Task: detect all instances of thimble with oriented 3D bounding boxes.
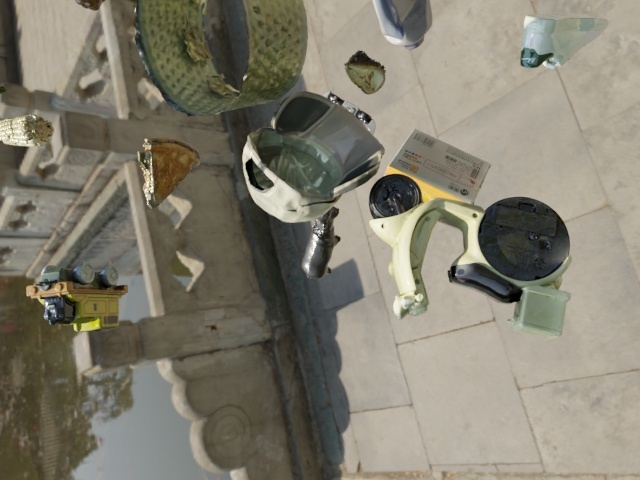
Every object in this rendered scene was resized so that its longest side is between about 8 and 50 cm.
[{"bbox_3d":[-0.165,-0.345,0.824,0.270,0.150,0.271,17,119,34],"label":"thimble"}]

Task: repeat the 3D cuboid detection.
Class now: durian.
[{"bbox_3d":[0.088,-0.342,1.014,0.066,0.130,0.052,-49,57,17],"label":"durian"}]

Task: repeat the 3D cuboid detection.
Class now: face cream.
[{"bbox_3d":[0.218,-0.737,1.428,0.137,0.420,0.235,30,72,39],"label":"face cream"}]

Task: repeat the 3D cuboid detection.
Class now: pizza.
[{"bbox_3d":[-0.406,-0.174,1.295,0.052,0.185,0.195,34,104,32],"label":"pizza"}]

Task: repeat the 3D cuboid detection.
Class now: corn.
[{"bbox_3d":[-0.808,-0.291,1.356,0.210,0.087,0.087,3,92,32],"label":"corn"}]

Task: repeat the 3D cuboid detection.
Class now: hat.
[{"bbox_3d":[-0.014,-0.150,0.965,0.232,0.275,0.161,51,165,14],"label":"hat"}]

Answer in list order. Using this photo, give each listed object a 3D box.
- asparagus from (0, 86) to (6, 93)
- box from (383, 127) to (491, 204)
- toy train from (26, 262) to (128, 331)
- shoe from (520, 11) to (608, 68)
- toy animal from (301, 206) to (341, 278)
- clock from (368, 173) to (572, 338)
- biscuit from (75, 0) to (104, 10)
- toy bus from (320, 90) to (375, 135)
[{"bbox_3d":[-0.658,-0.255,0.911,0.016,0.162,0.016,25,132,36],"label":"asparagus"},{"bbox_3d":[0.351,-0.199,1.511,0.273,0.221,0.091,29,143,12],"label":"box"},{"bbox_3d":[-0.449,0.109,0.946,0.089,0.219,0.127,-7,81,12],"label":"toy train"},{"bbox_3d":[0.522,-0.434,1.095,0.095,0.264,0.110,38,131,44],"label":"shoe"},{"bbox_3d":[0.009,-0.010,1.949,0.106,0.168,0.344,22,120,21],"label":"toy animal"},{"bbox_3d":[0.261,0.029,0.932,0.378,0.120,0.277,9,75,11],"label":"clock"},{"bbox_3d":[-0.675,-0.835,1.245,0.343,0.394,0.166,-64,26,1],"label":"biscuit"},{"bbox_3d":[0.074,-0.371,1.610,0.209,0.136,0.126,33,96,6],"label":"toy bus"}]
